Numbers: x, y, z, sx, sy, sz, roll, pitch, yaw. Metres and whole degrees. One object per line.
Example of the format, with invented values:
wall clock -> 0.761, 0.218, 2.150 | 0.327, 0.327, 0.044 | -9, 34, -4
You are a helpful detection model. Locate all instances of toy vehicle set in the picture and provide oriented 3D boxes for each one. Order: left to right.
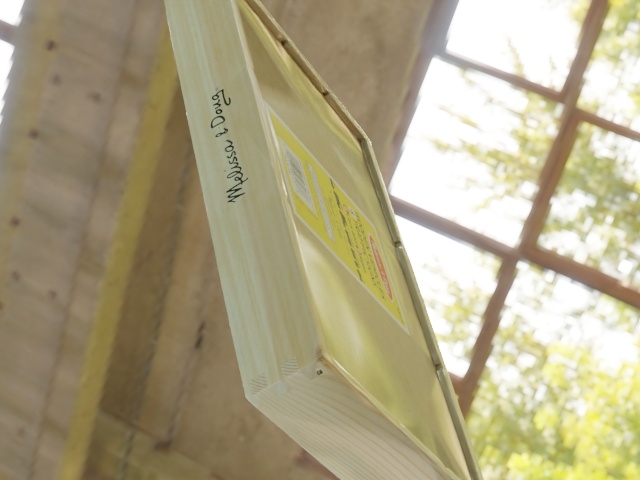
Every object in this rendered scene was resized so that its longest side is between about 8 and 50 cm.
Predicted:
toy vehicle set -> 0.000, 0.000, 0.671 | 0.035, 0.267, 0.166 | -29, -44, 14
